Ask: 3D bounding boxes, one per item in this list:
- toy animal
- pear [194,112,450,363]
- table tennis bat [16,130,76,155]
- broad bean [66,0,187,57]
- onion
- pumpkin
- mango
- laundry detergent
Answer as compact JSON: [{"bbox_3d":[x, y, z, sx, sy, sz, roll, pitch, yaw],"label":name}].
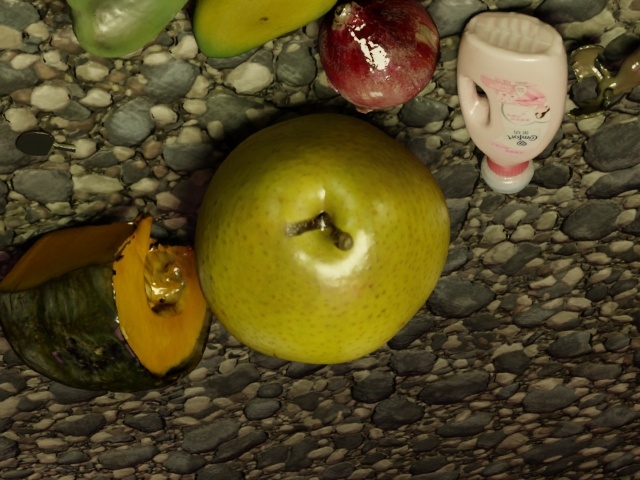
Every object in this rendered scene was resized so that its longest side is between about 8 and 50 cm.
[{"bbox_3d":[0.451,-0.252,1.960,0.186,0.094,0.214,7,129,-43],"label":"toy animal"},{"bbox_3d":[0.000,0.000,1.938,0.362,0.362,0.418,-9,171,-8],"label":"pear"},{"bbox_3d":[-0.380,-0.133,1.908,0.083,0.007,0.050,7,141,-25],"label":"table tennis bat"},{"bbox_3d":[-0.223,-0.313,1.628,0.169,0.100,0.228,-10,145,-18],"label":"broad bean"},{"bbox_3d":[0.064,-0.258,1.759,0.159,0.159,0.195,-26,150,17],"label":"onion"},{"bbox_3d":[-0.311,0.103,2.053,0.225,0.256,0.303,-4,152,29],"label":"pumpkin"},{"bbox_3d":[-0.070,-0.308,1.696,0.237,0.091,0.137,-26,138,18],"label":"mango"},{"bbox_3d":[0.272,-0.188,1.977,0.159,0.088,0.335,19,151,16],"label":"laundry detergent"}]
